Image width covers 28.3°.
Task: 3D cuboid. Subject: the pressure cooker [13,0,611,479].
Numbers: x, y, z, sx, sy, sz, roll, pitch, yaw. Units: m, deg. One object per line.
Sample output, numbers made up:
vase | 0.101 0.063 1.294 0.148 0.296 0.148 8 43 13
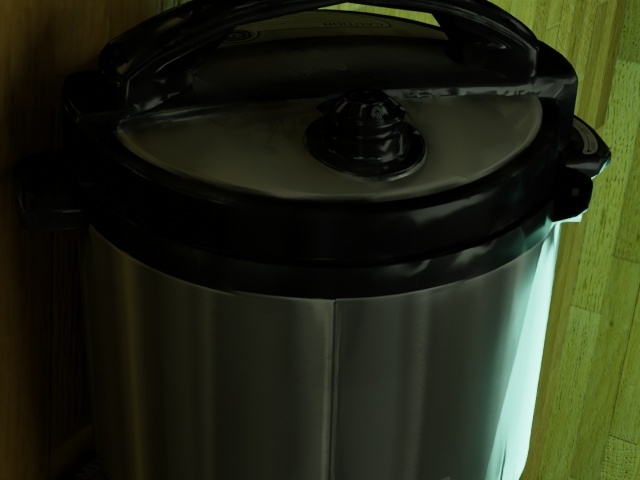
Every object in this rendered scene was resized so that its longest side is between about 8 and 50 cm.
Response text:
pressure cooker | 0.003 0.003 0.962 0.370 0.375 0.420 -39 139 -46

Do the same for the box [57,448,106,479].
box | -0.065 0.278 1.085 0.296 0.294 0.182 -39 137 -51
